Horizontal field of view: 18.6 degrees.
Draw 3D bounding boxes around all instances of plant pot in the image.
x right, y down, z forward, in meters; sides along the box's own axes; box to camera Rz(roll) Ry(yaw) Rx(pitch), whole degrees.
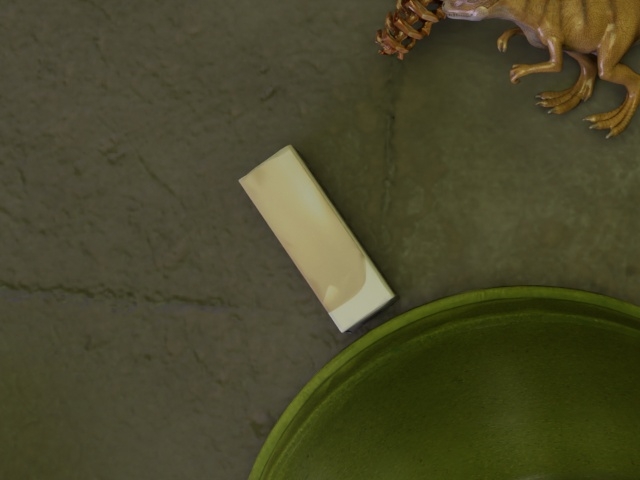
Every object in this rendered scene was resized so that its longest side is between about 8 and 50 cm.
[{"bbox_3d":[0.120,0.218,1.016,0.366,0.353,0.366,0,93,2],"label":"plant pot"}]

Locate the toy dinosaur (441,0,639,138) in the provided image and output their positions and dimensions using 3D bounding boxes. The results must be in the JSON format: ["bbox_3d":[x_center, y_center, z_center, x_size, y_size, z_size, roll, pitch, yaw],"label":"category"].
[{"bbox_3d":[0.179,-0.127,1.184,0.211,0.064,0.112,-5,120,-20],"label":"toy dinosaur"}]

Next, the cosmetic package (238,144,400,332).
[{"bbox_3d":[0.000,0.000,1.208,0.041,0.060,0.115,-35,83,3],"label":"cosmetic package"}]

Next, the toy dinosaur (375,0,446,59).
[{"bbox_3d":[0.091,-0.280,1.176,0.218,0.164,0.322,17,67,-9],"label":"toy dinosaur"}]
